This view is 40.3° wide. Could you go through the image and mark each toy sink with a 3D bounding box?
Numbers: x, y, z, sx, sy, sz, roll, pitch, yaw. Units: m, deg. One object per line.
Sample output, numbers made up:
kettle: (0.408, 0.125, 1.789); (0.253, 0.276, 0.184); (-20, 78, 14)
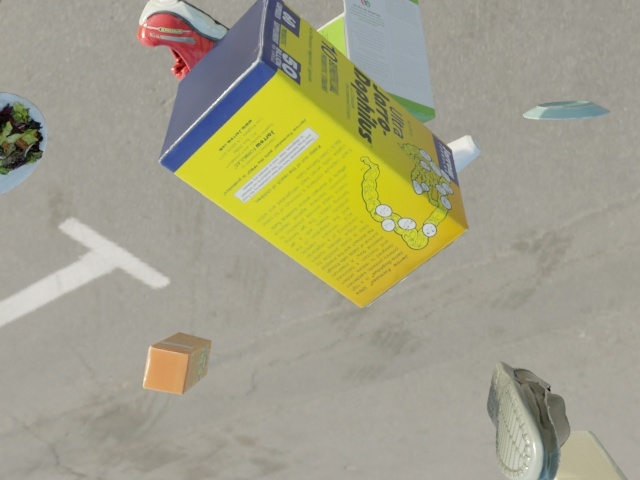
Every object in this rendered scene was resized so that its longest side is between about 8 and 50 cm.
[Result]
toy sink: (0.410, 0.437, 1.395); (0.131, 0.234, 0.153); (1, 117, -13)

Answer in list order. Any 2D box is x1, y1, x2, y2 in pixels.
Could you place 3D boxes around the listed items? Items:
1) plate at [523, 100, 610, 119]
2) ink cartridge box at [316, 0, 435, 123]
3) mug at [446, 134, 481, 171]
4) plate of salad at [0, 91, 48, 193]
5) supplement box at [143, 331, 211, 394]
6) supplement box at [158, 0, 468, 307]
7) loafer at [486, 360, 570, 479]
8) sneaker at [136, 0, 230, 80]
plate: (0.546, -0.292, 1.939); (0.188, 0.188, 0.024); (-1, 106, 11)
ink cartridge box: (0.073, -0.309, 1.364); (0.188, 0.255, 0.097); (11, 157, -41)
mug: (0.288, -0.187, 1.769); (0.064, 0.078, 0.062); (-33, 143, 27)
plate of salad: (-0.521, -0.142, 1.374); (0.199, 0.048, 0.200); (-29, 143, -24)
supplement box: (-0.259, 0.223, 1.607); (0.080, 0.078, 0.233); (9, -179, 1)
supplement box: (-0.002, -0.112, 1.143); (0.356, 0.194, 0.195); (36, 121, -26)
loafer: (0.250, 0.204, 1.007); (0.087, 0.251, 0.094); (9, 104, 3)
sneaker: (-0.199, -0.318, 1.479); (0.279, 0.107, 0.118); (25, 102, -46)
